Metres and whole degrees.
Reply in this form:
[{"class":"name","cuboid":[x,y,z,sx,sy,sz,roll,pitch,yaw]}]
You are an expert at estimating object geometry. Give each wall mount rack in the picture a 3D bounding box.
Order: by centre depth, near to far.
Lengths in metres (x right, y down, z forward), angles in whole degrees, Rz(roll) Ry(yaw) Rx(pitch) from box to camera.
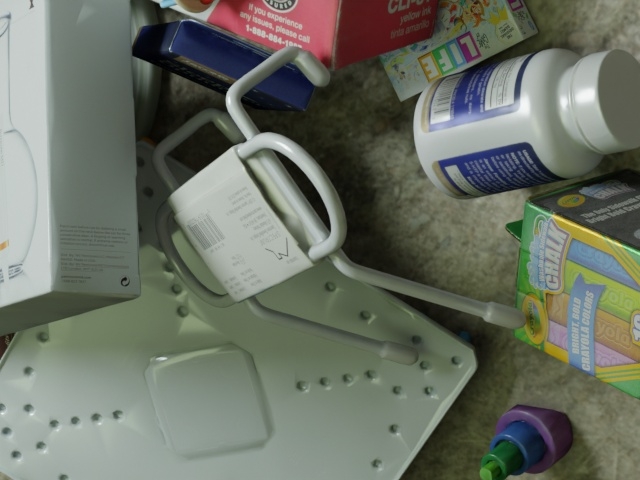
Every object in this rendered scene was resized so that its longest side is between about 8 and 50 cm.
[{"class":"wall mount rack","cuboid":[0.000,0.000,1.624,0.304,0.130,0.350,55,154,-4]}]

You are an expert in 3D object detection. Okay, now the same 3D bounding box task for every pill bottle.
[{"class":"pill bottle","cuboid":[0.182,-0.102,1.604,0.186,0.112,0.112,-10,102,42]}]

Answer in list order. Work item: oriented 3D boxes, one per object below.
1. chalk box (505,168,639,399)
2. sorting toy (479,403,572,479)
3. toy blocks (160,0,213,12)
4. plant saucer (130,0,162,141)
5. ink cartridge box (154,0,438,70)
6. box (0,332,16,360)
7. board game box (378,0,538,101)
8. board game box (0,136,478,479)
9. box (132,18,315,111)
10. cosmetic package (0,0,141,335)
[{"class":"chalk box","cuboid":[0.248,0.029,1.578,0.213,0.132,0.132,27,123,45]},{"class":"sorting toy","cuboid":[0.220,0.338,1.761,0.127,0.126,0.365,-9,104,42]},{"class":"toy blocks","cuboid":[-0.099,-0.254,1.562,0.148,0.054,0.123,-12,99,44]},{"class":"plant saucer","cuboid":[-0.345,-0.221,1.996,0.400,0.100,0.400,17,119,33]},{"class":"ink cartridge box","cuboid":[-0.025,-0.376,1.600,0.279,0.160,0.385,26,121,33]},{"class":"box","cuboid":[-0.254,0.069,2.002,0.203,0.167,0.168,10,116,36]},{"class":"board game box","cuboid":[0.109,-0.199,1.679,0.154,0.026,0.103,-25,92,43]},{"class":"board game box","cuboid":[-0.104,0.148,1.847,0.390,0.050,0.390,32,114,-2]},{"class":"box","cuboid":[-0.088,-0.159,1.725,0.036,0.136,0.225,-68,17,-3]},{"class":"cosmetic package","cuboid":[-0.298,-0.063,1.774,0.377,0.097,0.284,-17,71,55]}]
